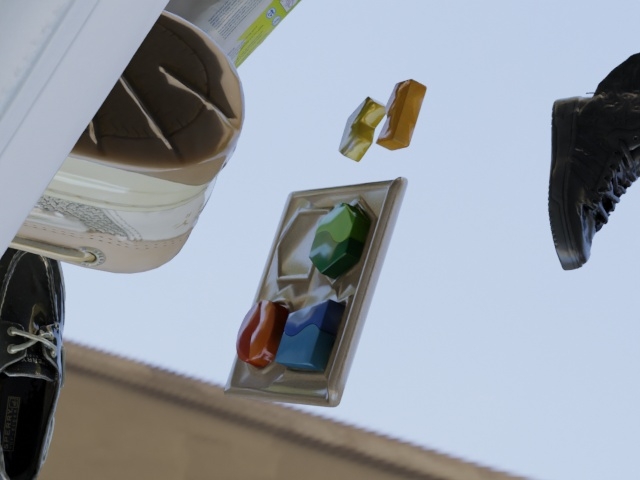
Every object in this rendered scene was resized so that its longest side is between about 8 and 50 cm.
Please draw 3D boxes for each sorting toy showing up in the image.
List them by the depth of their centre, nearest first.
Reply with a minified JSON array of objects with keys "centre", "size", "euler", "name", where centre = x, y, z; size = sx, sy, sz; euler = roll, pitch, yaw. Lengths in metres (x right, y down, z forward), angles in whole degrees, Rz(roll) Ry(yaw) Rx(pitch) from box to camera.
[{"centre":[0.000,0.000,1.443],"size":[0.041,0.229,0.307],"euler":[24,-104,-25],"name":"sorting toy"}]

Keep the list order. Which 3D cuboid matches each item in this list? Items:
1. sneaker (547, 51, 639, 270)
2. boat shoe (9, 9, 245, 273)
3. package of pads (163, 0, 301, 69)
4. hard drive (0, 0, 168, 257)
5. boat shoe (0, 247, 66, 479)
[{"centre":[0.208,-0.059,1.101],"size":[0.089,0.051,0.170],"euler":[-6,-125,18],"name":"sneaker"},{"centre":[-0.181,-0.061,0.551],"size":[0.302,0.098,0.109],"euler":[17,-130,-10],"name":"boat shoe"},{"centre":[-0.151,-0.312,1.736],"size":[0.229,0.101,0.296],"euler":[-48,-131,-4],"name":"package of pads"},{"centre":[-0.083,-0.181,0.383],"size":[0.233,0.047,0.353],"euler":[45,-68,23],"name":"hard drive"},{"centre":[-0.243,0.097,1.298],"size":[0.077,0.219,0.070],"euler":[3,180,-29],"name":"boat shoe"}]
